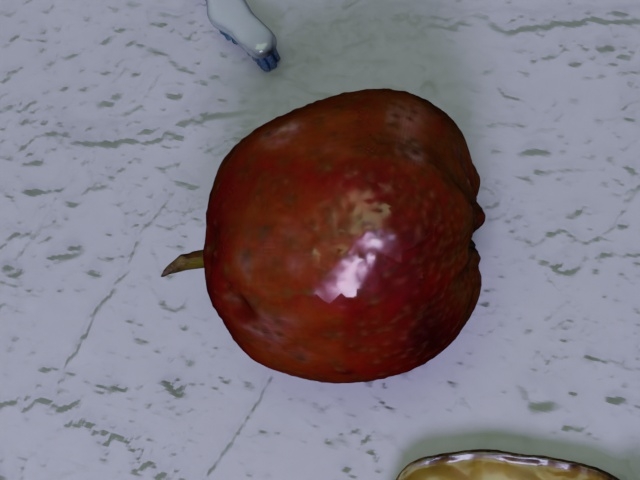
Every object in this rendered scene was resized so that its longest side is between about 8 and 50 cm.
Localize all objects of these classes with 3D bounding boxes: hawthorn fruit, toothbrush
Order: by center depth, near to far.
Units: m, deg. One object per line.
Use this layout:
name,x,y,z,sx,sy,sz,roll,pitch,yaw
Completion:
hawthorn fruit,0.000,0.000,1.044,0.200,0.179,0.179,-6,71,14
toothbrush,-0.160,-0.252,1.219,0.040,0.040,0.386,-43,71,-6

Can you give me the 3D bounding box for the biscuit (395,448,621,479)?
biscuit,0.140,0.228,1.016,0.203,0.041,0.260,-45,70,-4
